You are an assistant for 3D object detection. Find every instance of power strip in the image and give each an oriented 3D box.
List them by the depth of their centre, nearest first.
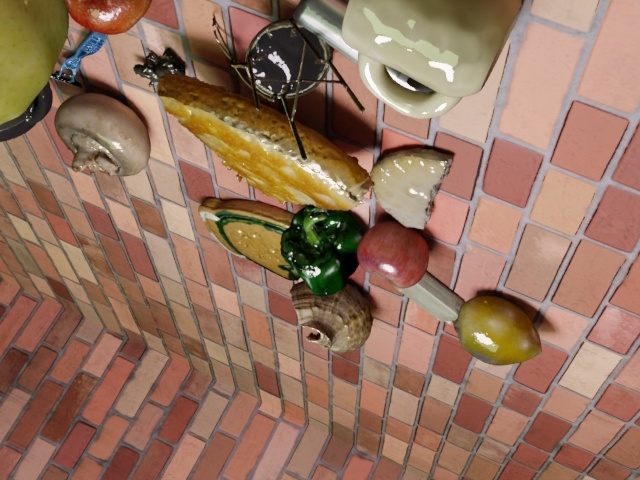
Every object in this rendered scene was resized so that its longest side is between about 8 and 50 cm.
[{"bbox_3d":[0.211,0.095,2.101,0.272,0.052,0.078,36,154,-17],"label":"power strip"}]

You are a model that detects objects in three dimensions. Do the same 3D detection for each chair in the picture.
[{"bbox_3d":[-0.062,-0.293,1.562,0.160,0.170,0.326,44,-165,-38],"label":"chair"}]

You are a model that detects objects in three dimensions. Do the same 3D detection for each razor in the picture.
[{"bbox_3d":[-0.496,-0.382,1.946,0.081,0.042,0.253,16,161,-27],"label":"razor"}]

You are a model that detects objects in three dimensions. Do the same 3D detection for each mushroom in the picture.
[{"bbox_3d":[-0.488,-0.221,2.084,0.226,0.178,0.226,29,165,9],"label":"mushroom"}]

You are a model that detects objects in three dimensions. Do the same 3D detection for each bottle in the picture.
[{"bbox_3d":[0.078,-0.301,1.443,0.253,0.096,0.079,33,112,-9],"label":"bottle"}]

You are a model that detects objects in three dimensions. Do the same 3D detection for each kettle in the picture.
[{"bbox_3d":[-0.725,-0.360,2.036,0.251,0.207,0.271,49,158,32],"label":"kettle"}]

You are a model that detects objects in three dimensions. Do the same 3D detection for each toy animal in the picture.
[{"bbox_3d":[-0.321,-0.334,1.850,0.135,0.047,0.065,-2,150,39],"label":"toy animal"}]

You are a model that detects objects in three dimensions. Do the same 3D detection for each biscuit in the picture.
[{"bbox_3d":[0.159,-0.105,1.790,0.141,0.038,0.290,26,155,7],"label":"biscuit"},{"bbox_3d":[-0.133,0.007,2.286,0.343,0.057,0.287,11,149,35],"label":"biscuit"}]

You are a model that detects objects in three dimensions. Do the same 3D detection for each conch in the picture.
[{"bbox_3d":[0.040,0.175,2.299,0.291,0.158,0.210,-12,-103,-82],"label":"conch"}]

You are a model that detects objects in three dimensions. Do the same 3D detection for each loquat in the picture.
[{"bbox_3d":[0.380,0.197,2.015,0.195,0.152,0.152,15,153,10],"label":"loquat"}]

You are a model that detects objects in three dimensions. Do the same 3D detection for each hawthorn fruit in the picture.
[{"bbox_3d":[-0.365,-0.428,1.615,0.157,0.157,0.194,33,175,-8],"label":"hawthorn fruit"}]

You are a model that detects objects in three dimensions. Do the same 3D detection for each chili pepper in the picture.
[{"bbox_3d":[0.000,0.000,2.018,0.165,0.174,0.261,42,168,39],"label":"chili pepper"}]

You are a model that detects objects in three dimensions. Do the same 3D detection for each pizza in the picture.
[{"bbox_3d":[-0.100,-0.177,1.845,0.439,0.130,0.406,29,169,4],"label":"pizza"}]

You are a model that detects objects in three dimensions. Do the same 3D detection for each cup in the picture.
[{"bbox_3d":[0.139,-0.268,1.290,0.202,0.173,0.255,27,121,7],"label":"cup"}]

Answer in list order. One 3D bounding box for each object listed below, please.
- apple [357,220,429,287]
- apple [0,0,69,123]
[{"bbox_3d":[0.154,0.027,1.946,0.153,0.120,0.153,26,171,4],"label":"apple"},{"bbox_3d":[-0.661,-0.405,1.605,0.473,0.474,0.474,23,155,12],"label":"apple"}]
